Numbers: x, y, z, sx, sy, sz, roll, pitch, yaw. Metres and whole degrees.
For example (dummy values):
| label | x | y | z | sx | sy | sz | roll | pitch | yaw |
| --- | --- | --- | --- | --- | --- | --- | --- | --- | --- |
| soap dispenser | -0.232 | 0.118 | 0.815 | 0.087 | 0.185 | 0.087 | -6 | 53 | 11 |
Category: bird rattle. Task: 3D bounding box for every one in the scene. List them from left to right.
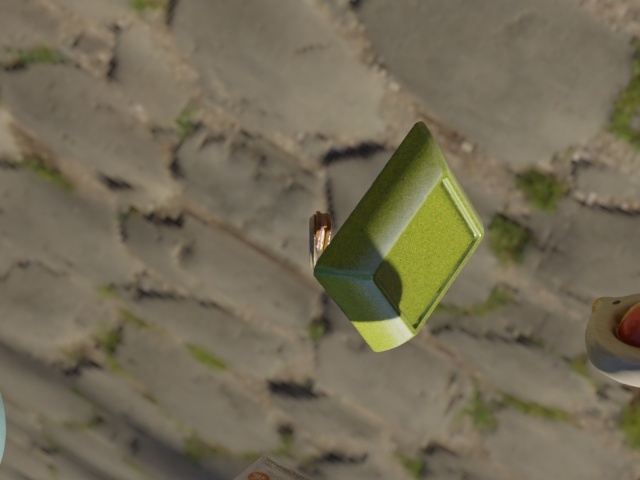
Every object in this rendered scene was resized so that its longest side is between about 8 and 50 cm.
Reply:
| label | x | y | z | sx | sy | sz | roll | pitch | yaw |
| --- | --- | --- | --- | --- | --- | --- | --- | --- | --- |
| bird rattle | 0.371 | 0.108 | 1.754 | 0.207 | 0.253 | 0.143 | -5 | 123 | 7 |

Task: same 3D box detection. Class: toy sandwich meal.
| label | x | y | z | sx | sy | sz | roll | pitch | yaw |
| --- | --- | --- | --- | --- | --- | --- | --- | --- | --- |
| toy sandwich meal | 0.000 | 0.000 | 2.336 | 0.029 | 0.086 | 0.085 | -1 | 151 | 0 |

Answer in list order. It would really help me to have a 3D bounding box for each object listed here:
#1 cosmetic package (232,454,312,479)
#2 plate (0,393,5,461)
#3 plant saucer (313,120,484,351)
| label | x | y | z | sx | sy | sz | roll | pitch | yaw |
| --- | --- | --- | --- | --- | --- | --- | --- | --- | --- |
| cosmetic package | 0.025 | 0.261 | 1.385 | 0.239 | 0.099 | 0.060 | 25 | 118 | 20 |
| plate | -0.349 | 0.150 | 1.608 | 0.024 | 0.188 | 0.188 | -19 | 130 | 28 |
| plant saucer | 0.093 | 0.007 | 1.741 | 0.045 | 0.188 | 0.188 | 27 | 165 | 34 |
